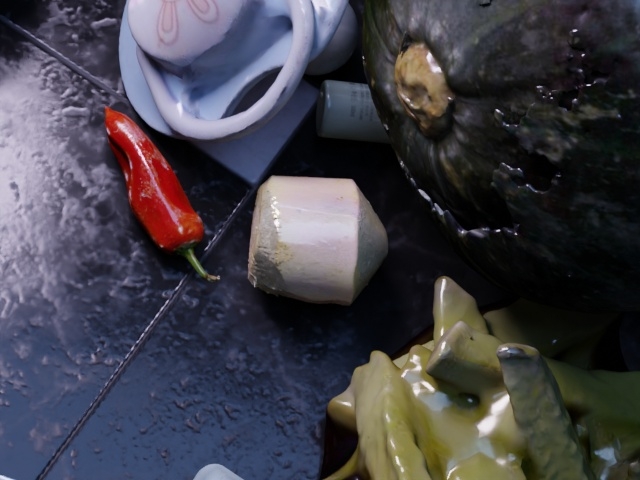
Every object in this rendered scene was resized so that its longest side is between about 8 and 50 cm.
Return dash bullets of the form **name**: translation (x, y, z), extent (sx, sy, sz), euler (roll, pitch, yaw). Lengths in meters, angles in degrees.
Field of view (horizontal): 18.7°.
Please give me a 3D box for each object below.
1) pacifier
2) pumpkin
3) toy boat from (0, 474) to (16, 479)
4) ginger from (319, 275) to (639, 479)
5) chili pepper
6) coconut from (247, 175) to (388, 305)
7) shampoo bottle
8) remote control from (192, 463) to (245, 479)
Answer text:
- **pacifier**: translation (-0.046, -0.197, 1.758), extent (0.226, 0.287, 0.238), euler (7, 52, -48)
- **pumpkin**: translation (0.219, -0.159, 1.604), extent (0.344, 0.454, 0.454), euler (-10, 70, -31)
- **toy boat**: translation (-0.349, 0.246, 1.550), extent (0.332, 0.133, 0.145), euler (2, 67, -10)
- **ginger**: translation (0.185, 0.195, 1.635), extent (0.358, 0.211, 0.413), euler (45, 67, 6)
- **chili pepper**: translation (-0.149, -0.041, 1.744), extent (0.050, 0.059, 0.191), euler (-30, 79, -11)
- **coconut**: translation (0.000, 0.000, 1.725), extent (0.122, 0.116, 0.116), euler (6, 68, -5)
- **shampoo bottle**: translation (0.095, -0.114, 1.820), extent (0.195, 0.056, 0.056), euler (6, 68, -8)
- **remote control**: translation (-0.129, 0.323, 1.606), extent (0.103, 0.051, 0.293), euler (33, 67, 3)
